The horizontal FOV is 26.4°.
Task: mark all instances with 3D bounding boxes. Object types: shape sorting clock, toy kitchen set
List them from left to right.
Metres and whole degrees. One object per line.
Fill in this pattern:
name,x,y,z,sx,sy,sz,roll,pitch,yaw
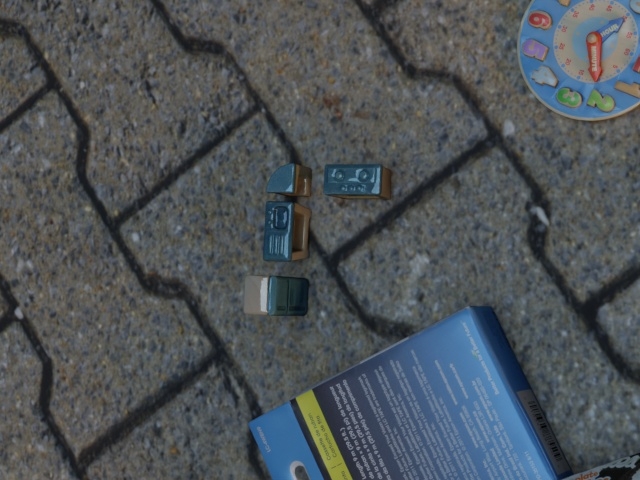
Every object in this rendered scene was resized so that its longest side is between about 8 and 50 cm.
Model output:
toy kitchen set,0.000,0.000,1.825,0.166,0.122,0.207,2,88,22
shape sorting clock,0.349,-0.255,1.740,0.206,0.040,0.206,-1,86,22

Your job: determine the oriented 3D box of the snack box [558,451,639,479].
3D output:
snack box,0.393,0.339,1.625,0.322,0.060,0.187,-23,119,19

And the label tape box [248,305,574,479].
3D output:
label tape box,0.114,0.269,1.771,0.348,0.115,0.249,-30,77,20
